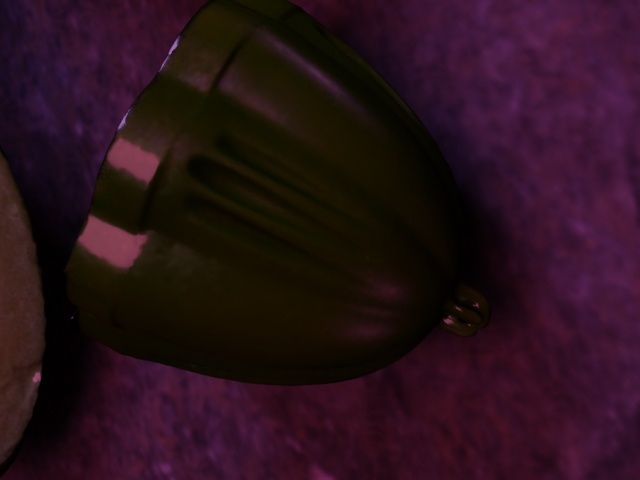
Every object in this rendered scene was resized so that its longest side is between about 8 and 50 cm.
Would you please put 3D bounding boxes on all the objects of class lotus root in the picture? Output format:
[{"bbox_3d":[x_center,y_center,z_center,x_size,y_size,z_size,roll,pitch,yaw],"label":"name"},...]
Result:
[{"bbox_3d":[0.000,0.000,0.566,0.186,0.186,0.186,4,98,33],"label":"lotus root"}]

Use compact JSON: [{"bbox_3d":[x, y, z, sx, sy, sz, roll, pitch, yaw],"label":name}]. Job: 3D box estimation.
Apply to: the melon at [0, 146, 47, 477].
[{"bbox_3d":[-0.305,-0.006,0.723,0.331,0.226,0.343,-24,119,32],"label":"melon"}]
